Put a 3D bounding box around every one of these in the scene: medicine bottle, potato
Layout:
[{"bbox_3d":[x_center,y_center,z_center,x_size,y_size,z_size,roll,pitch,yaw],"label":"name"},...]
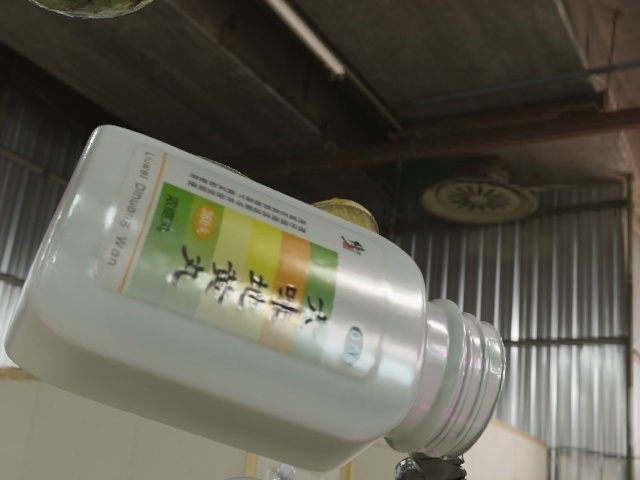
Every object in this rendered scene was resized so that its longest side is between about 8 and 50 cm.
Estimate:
[{"bbox_3d":[-0.033,0.054,0.573,0.324,0.179,0.124,24,-44,-17],"label":"medicine bottle"},{"bbox_3d":[0.000,0.000,1.407,0.200,0.164,0.081,-11,26,-11],"label":"potato"}]

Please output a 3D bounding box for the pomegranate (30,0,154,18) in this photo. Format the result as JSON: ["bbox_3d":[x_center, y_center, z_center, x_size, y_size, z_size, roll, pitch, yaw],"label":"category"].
[{"bbox_3d":[-0.225,-0.364,0.930,0.305,0.243,0.242,7,-17,8],"label":"pomegranate"}]

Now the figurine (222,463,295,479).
[{"bbox_3d":[-0.180,0.460,1.167,0.369,0.167,0.281,-27,-18,-4],"label":"figurine"}]

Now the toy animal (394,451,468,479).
[{"bbox_3d":[0.170,0.274,1.223,0.168,0.106,0.343,6,-60,7],"label":"toy animal"}]

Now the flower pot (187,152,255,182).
[{"bbox_3d":[-0.157,0.038,0.834,0.212,0.203,0.212,8,-26,4],"label":"flower pot"}]
